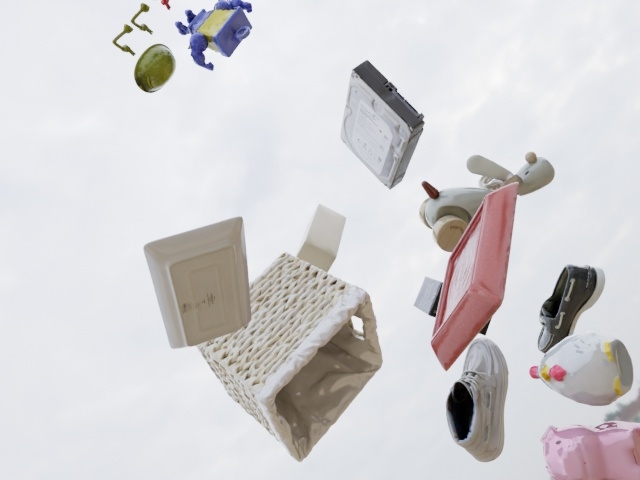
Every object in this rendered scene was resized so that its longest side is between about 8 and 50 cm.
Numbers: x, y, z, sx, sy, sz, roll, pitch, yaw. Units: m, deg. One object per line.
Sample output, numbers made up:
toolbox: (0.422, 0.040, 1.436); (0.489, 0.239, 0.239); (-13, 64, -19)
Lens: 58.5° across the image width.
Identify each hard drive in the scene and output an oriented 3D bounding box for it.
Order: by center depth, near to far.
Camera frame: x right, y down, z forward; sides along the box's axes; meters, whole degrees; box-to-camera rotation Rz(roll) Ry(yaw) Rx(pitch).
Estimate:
hard drive: (0.161, -0.307, 1.593); (0.064, 0.237, 0.339); (-37, -14, -17)

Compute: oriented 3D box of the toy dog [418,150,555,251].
toy dog: (0.360, -0.125, 1.327); (0.333, 0.220, 0.161); (-39, -62, -16)

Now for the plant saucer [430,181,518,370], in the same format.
plant saucer: (0.259, 0.061, 0.995); (0.259, 0.047, 0.258); (103, -173, -53)

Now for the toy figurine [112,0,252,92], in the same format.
toy figurine: (-0.274, -0.500, 1.342); (0.363, 0.217, 0.191); (-58, -27, -21)

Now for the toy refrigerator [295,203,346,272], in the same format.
toy refrigerator: (0.000, 0.000, 1.711); (0.094, 0.102, 0.269); (-61, 6, 28)

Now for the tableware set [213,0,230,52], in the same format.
tableware set: (-0.270, -0.584, 1.548); (0.024, 0.104, 0.154); (4, -99, -36)

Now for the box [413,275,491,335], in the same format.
box: (0.343, 0.165, 1.477); (0.158, 0.155, 0.093); (-165, 96, -84)

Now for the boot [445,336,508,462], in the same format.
boot: (0.309, 0.294, 1.137); (0.095, 0.258, 0.123); (-20, -44, 33)

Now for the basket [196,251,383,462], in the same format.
basket: (-0.060, 0.256, 1.320); (0.331, 0.266, 0.328); (-43, -36, -23)

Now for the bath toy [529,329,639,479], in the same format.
bath toy: (0.347, 0.292, 0.730); (0.151, 0.348, 0.129); (10, -20, -44)

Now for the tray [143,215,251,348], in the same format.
tray: (-0.175, 0.081, 0.876); (0.145, 0.030, 0.270); (-17, -38, -18)

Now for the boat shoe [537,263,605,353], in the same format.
boat shoe: (0.605, 0.175, 1.450); (0.091, 0.114, 0.303); (12, -56, -1)
